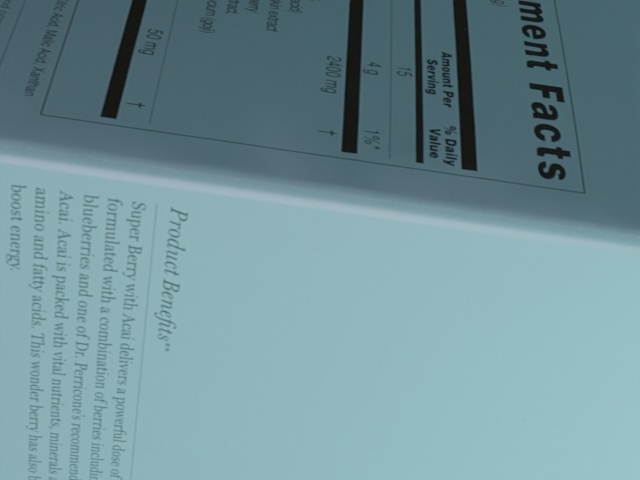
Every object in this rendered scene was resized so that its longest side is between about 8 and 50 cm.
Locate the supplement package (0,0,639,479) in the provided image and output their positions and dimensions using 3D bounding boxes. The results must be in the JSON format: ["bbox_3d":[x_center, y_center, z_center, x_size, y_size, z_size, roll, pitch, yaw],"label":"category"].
[{"bbox_3d":[0.000,0.000,0.460,0.293,0.175,0.177,9,129,-4],"label":"supplement package"}]
